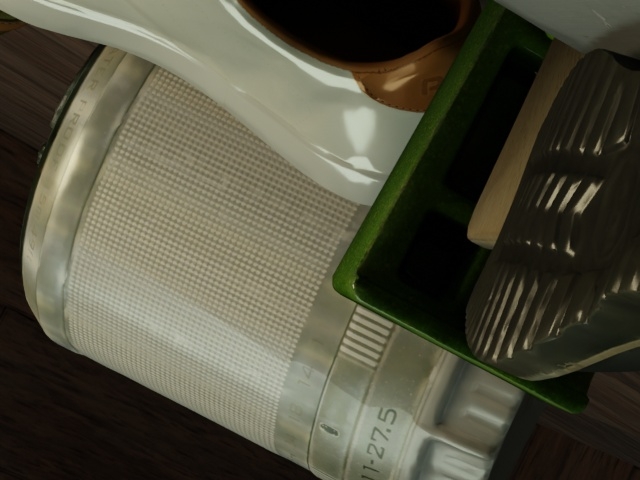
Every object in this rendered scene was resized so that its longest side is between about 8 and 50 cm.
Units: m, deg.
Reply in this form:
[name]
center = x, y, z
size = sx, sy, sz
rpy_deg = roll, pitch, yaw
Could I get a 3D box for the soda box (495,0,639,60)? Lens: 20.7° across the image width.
[soda box]
center = 0.131, -0.072, 0.296
size = 0.098, 0.091, 0.286
rpy_deg = 27, 175, -22

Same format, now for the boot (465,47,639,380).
[boot]
center = 0.114, 0.014, 0.365
size = 0.137, 0.077, 0.198
rpy_deg = 20, 178, -8

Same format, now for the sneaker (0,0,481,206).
[sneaker]
center = -0.056, -0.135, 0.715
size = 0.290, 0.106, 0.123
rpy_deg = 29, 148, 8

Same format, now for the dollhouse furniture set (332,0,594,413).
[dollhouse furniture set]
center = 0.187, 0.021, 0.584
size = 0.301, 0.151, 0.197
rpy_deg = 28, 174, -12

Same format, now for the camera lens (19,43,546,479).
[camera lens]
center = 0.000, 0.000, 0.912
size = 0.274, 0.219, 0.219
rpy_deg = 25, 174, 12

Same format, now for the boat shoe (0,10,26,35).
[boat shoe]
center = -0.251, -0.196, 0.786
size = 0.307, 0.111, 0.104
rpy_deg = 28, -178, -26
